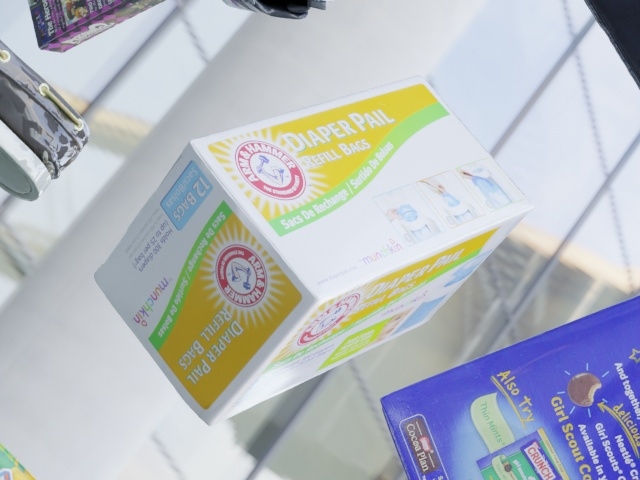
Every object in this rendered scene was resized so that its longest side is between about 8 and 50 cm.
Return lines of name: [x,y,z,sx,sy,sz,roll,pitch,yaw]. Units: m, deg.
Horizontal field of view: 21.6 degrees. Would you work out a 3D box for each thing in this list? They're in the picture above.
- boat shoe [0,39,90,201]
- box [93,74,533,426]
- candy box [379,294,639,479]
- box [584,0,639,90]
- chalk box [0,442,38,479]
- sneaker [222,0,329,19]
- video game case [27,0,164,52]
boat shoe: [-0.248,-0.130,1.122,0.227,0.068,0.081,50,-27,-19]
box: [0.000,0.000,0.890,0.103,0.203,0.114,51,-51,15]
candy box: [0.244,0.200,1.350,0.122,0.317,0.268,61,8,-71]
box: [0.343,-0.303,1.646,0.183,0.296,0.294,-29,-62,19]
chalk box: [-0.192,0.159,0.813,0.213,0.132,0.132,50,-17,-16]
sneaker: [-0.008,-0.157,1.054,0.069,0.098,0.038,34,-46,55]
video game case: [-0.192,-0.313,1.501,0.210,0.232,0.042,-22,-13,31]
